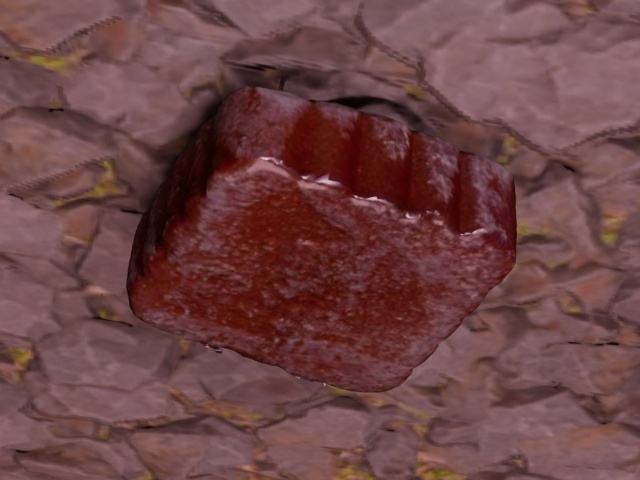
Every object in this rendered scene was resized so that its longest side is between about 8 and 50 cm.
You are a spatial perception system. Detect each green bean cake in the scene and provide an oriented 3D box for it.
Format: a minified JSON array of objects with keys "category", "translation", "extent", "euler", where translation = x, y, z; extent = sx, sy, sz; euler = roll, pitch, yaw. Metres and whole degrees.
[{"category":"green bean cake","translation":[0.000,0.000,0.804],"extent":[0.136,0.056,0.135],"euler":[19,140,-17]}]
